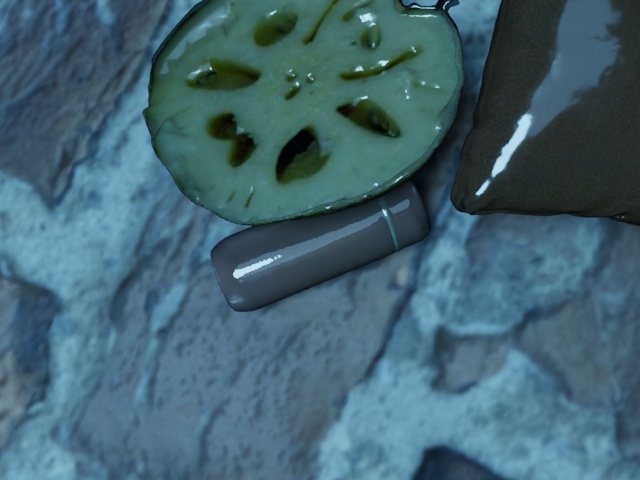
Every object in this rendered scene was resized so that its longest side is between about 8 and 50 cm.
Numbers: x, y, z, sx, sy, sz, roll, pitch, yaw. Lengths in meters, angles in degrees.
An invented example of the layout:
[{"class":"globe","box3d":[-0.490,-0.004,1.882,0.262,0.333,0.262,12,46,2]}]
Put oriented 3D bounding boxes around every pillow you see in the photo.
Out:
[{"class":"pillow","box3d":[0.237,-0.136,0.453,0.307,0.108,0.305,12,86,-16]}]

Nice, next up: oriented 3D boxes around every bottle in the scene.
[{"class":"bottle","box3d":[0.000,0.000,0.502,0.140,0.053,0.053,-23,83,0]}]

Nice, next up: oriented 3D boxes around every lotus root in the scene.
[{"class":"lotus root","box3d":[-0.005,-0.087,0.486,0.203,0.078,0.183,-10,67,16]}]
